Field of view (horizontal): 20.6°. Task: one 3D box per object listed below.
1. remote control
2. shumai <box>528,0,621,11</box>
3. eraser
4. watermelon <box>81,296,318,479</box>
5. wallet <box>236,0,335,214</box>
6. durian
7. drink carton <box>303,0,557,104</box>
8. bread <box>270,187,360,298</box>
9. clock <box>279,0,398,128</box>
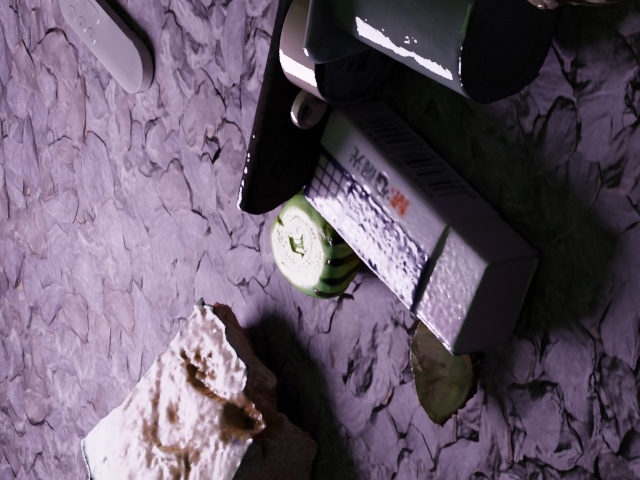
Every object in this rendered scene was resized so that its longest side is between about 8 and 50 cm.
[{"bbox_3d":[-0.296,-0.286,2.415,0.245,0.022,0.077,49,138,36],"label":"remote control"},{"bbox_3d":[0.270,-0.263,1.524,0.120,0.201,0.201,37,146,-13],"label":"shumai"},{"bbox_3d":[0.102,-0.018,1.862,0.287,0.086,0.130,47,135,37],"label":"eraser"},{"bbox_3d":[-0.132,0.265,2.234,0.302,0.151,0.264,-51,53,13],"label":"watermelon"},{"bbox_3d":[-0.010,-0.188,1.913,0.044,0.170,0.321,27,124,21],"label":"wallet"},{"bbox_3d":[0.136,0.138,1.884,0.052,0.066,0.130,17,123,53],"label":"durian"},{"bbox_3d":[0.119,-0.241,1.699,0.190,0.191,0.185,28,123,37],"label":"drink carton"},{"bbox_3d":[0.000,0.000,2.030,0.130,0.071,0.139,54,141,35],"label":"bread"},{"bbox_3d":[0.031,-0.217,1.834,0.063,0.156,0.229,33,107,31],"label":"clock"}]
